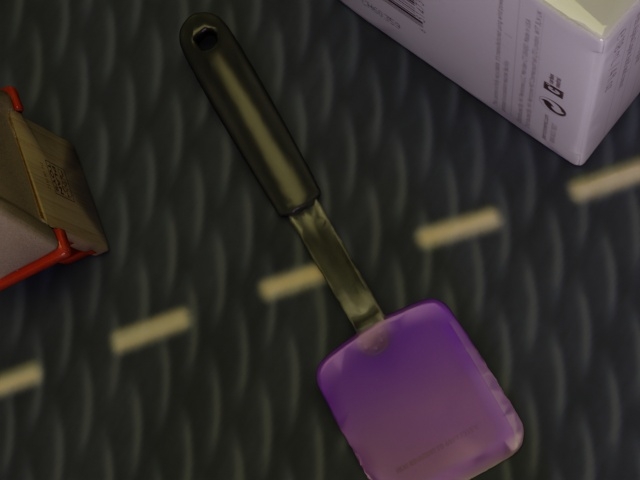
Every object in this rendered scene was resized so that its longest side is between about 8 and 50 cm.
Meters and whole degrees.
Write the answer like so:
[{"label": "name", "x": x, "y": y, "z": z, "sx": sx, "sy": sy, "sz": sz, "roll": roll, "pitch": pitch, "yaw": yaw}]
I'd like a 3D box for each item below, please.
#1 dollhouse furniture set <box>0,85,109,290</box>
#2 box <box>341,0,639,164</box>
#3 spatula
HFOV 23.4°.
[{"label": "dollhouse furniture set", "x": -0.259, "y": 0.018, "z": 0.817, "sx": 0.259, "sy": 0.135, "sz": 0.262, "roll": -24, "pitch": 73, "yaw": 10}, {"label": "box", "x": 0.100, "y": -0.157, "z": 0.780, "sx": 0.182, "sy": 0.181, "sz": 0.119, "roll": 37, "pitch": 81, "yaw": 14}, {"label": "spatula", "x": 0.000, "y": 0.000, "z": 0.825, "sx": 0.084, "sy": 0.030, "sz": 0.296, "roll": -31, "pitch": 74, "yaw": -1}]
